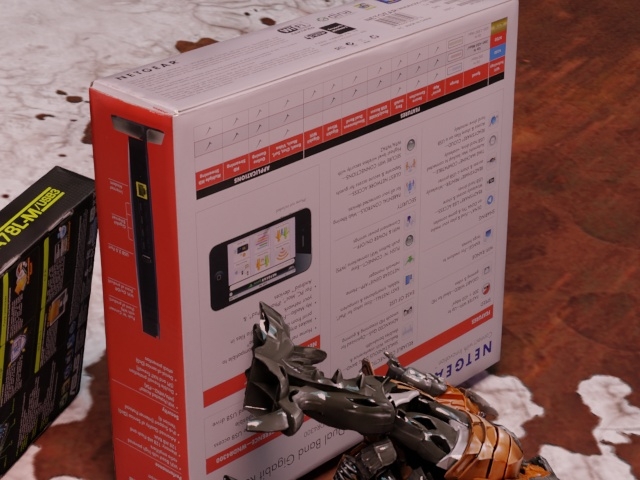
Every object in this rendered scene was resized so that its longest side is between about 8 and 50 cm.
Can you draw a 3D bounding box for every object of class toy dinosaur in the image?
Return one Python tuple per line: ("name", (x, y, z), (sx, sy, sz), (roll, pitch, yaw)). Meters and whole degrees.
("toy dinosaur", (0.054, 0.138, 1.002), (0.218, 0.164, 0.322), (11, -10, -5))

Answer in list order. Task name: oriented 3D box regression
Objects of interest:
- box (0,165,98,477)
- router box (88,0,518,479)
("box", (-0.212, 0.071, 1.074), (0.045, 0.190, 0.184), (22, 35, 15))
("router box", (0.000, 0.000, 1.127), (0.082, 0.301, 0.335), (22, 32, 39))
